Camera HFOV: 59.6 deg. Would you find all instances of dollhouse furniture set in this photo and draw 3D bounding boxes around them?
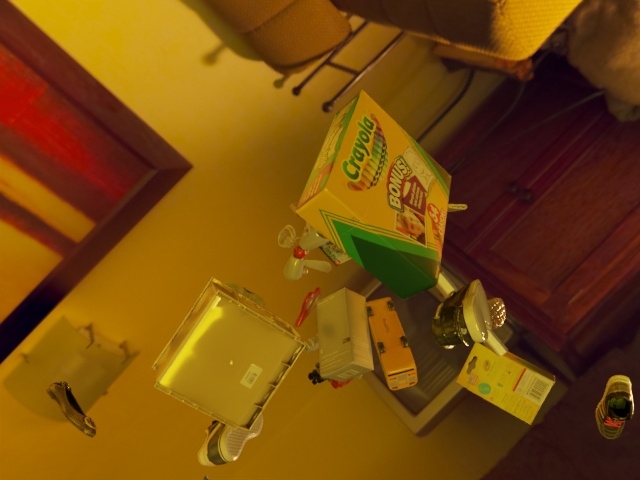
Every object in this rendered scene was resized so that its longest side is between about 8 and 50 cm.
[{"bbox_3d":[-0.048,-0.075,1.833,0.114,0.091,0.081,-133,35,-51],"label":"dollhouse furniture set"}]

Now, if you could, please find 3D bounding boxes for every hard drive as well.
[{"bbox_3d":[0.489,0.237,1.872,0.318,0.040,0.210,51,-177,6],"label":"hard drive"}]

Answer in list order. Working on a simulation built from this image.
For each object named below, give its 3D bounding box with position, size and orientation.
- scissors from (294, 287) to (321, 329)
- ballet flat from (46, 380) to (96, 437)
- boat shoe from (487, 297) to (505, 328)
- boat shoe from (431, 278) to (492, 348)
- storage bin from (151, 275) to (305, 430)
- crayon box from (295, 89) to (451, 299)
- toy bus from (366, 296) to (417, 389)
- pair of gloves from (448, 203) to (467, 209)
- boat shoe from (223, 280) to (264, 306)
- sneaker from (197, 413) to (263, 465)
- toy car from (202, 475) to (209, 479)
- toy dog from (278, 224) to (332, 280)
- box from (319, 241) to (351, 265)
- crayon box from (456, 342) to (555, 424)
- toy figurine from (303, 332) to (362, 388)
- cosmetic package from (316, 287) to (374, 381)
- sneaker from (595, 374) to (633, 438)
[{"bbox_3d":[-0.075,0.291,1.870,0.021,0.297,0.109,27,-171,15],"label":"scissors"},{"bbox_3d":[-0.718,0.485,1.627,0.250,0.058,0.084,27,152,37],"label":"ballet flat"},{"bbox_3d":[0.669,0.332,2.401,0.130,0.355,0.132,-5,99,48],"label":"boat shoe"},{"bbox_3d":[0.290,0.148,1.140,0.302,0.091,0.114,3,-110,-68],"label":"boat shoe"},{"bbox_3d":[-0.215,0.271,1.323,0.260,0.262,0.123,34,178,-18],"label":"storage bin"},{"bbox_3d":[0.135,-0.107,1.214,0.313,0.106,0.363,40,-137,-21],"label":"crayon box"},{"bbox_3d":[0.249,0.359,2.009,0.332,0.108,0.130,-106,1,-51],"label":"toy bus"},{"bbox_3d":[0.373,-0.127,1.974,0.240,0.042,0.204,4,178,-8],"label":"pair of gloves"},{"bbox_3d":[-0.226,0.161,1.631,0.137,0.049,0.043,25,165,-4],"label":"boat shoe"},{"bbox_3d":[-0.297,0.628,1.835,0.126,0.127,0.321,67,-165,1],"label":"sneaker"},{"bbox_3d":[-0.374,0.952,2.051,0.188,0.149,0.155,51,-156,-26],"label":"toy car"},{"bbox_3d":[0.000,0.000,1.951,0.161,0.334,0.220,11,-124,-32],"label":"toy dog"},{"bbox_3d":[0.062,0.017,2.216,0.207,0.114,0.036,47,-160,-47],"label":"box"},{"bbox_3d":[0.724,0.546,2.196,0.319,0.202,0.081,28,-164,20],"label":"crayon box"},{"bbox_3d":[0.048,0.455,2.167,0.209,0.148,0.213,-11,95,50],"label":"toy figurine"},{"bbox_3d":[0.067,0.271,1.606,0.107,0.127,0.238,26,-136,-40],"label":"cosmetic package"},{"bbox_3d":[0.668,0.392,1.269,0.063,0.170,0.075,10,-153,19],"label":"sneaker"}]
